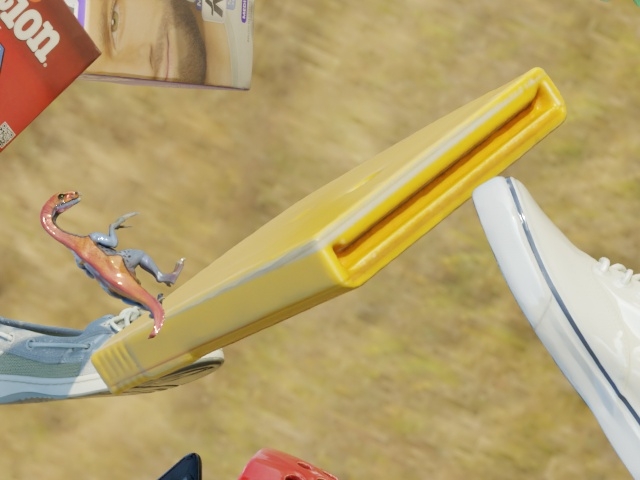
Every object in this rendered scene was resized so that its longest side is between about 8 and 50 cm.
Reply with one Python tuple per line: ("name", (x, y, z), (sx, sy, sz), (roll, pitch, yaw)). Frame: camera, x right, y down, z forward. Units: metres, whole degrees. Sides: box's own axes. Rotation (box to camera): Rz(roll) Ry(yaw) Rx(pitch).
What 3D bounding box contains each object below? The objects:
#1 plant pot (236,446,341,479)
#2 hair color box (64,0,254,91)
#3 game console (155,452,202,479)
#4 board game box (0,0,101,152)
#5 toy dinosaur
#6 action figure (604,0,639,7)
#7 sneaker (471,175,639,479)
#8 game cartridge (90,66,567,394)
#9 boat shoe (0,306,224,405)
("plant pot", (-0.017, 0.337, 1.941), (0.191, 0.174, 0.191), (20, -90, -74))
("hair color box", (-0.173, -0.238, 1.689), (0.339, 0.110, 0.185), (-6, -80, -65))
("game console", (-0.132, 0.187, 1.002), (0.144, 0.124, 0.085), (-95, 15, -52))
("board game box", (-0.294, -0.199, 1.397), (0.145, 0.281, 0.027), (-48, 39, -17))
("toy dinosaur", (-0.117, 0.006, 0.994), (0.047, 0.082, 0.090), (-60, 13, 9))
("action figure", (0.343, -0.285, 1.947), (0.232, 0.137, 0.063), (-65, 1, -74))
("sneaker", (0.193, 0.058, 1.139), (0.091, 0.258, 0.094), (-34, -1, 9))
("game cartridge", (0.000, 0.000, 1.377), (0.285, 0.052, 0.324), (-37, 5, -40))
("boat shoe", (-0.242, 0.108, 1.819), (0.118, 0.320, 0.103), (1, -98, -57))
